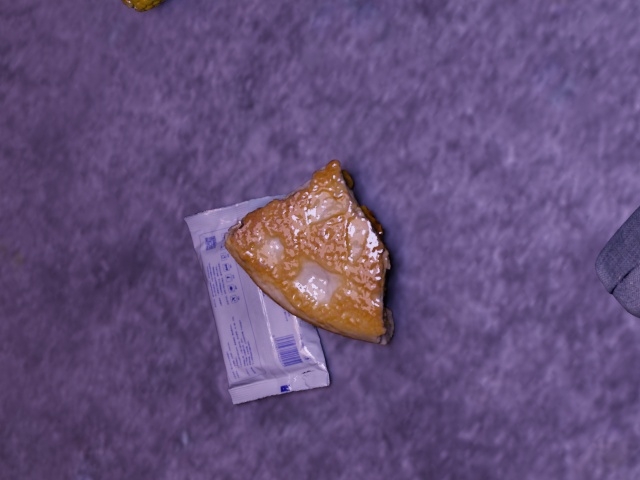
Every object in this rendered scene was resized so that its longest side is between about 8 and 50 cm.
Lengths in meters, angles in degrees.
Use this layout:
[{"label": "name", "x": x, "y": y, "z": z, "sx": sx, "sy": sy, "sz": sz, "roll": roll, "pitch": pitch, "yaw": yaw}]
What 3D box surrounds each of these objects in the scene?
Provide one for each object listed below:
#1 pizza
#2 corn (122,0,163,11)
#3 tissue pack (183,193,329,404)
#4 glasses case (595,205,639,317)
[{"label": "pizza", "x": 0.000, "y": 0.000, "z": 1.820, "sx": 0.182, "sy": 0.062, "sz": 0.161, "roll": 19, "pitch": 110, "yaw": 20}, {"label": "corn", "x": -0.124, "y": -0.307, "z": 1.862, "sx": 0.231, "sy": 0.080, "sz": 0.080, "roll": -46, "pitch": 71, "yaw": 29}, {"label": "tissue pack", "x": -0.062, "y": 0.057, "z": 1.897, "sx": 0.122, "sy": 0.026, "sz": 0.193, "roll": -14, "pitch": 88, "yaw": 35}, {"label": "glasses case", "x": 0.352, "y": -0.062, "z": 1.530, "sx": 0.074, "sy": 0.131, "sz": 0.323, "roll": 52, "pitch": 121, "yaw": 19}]
